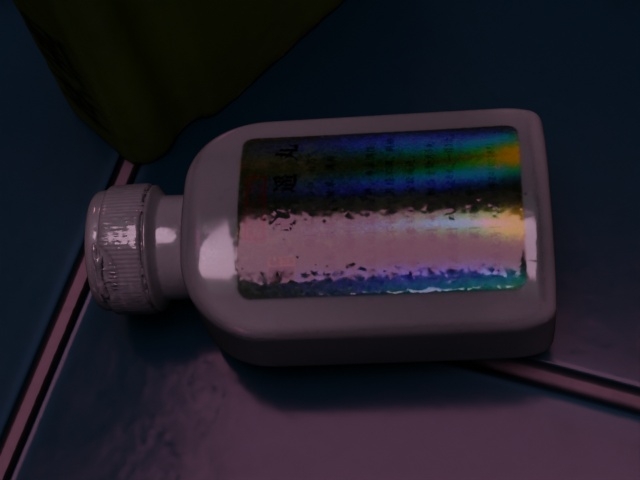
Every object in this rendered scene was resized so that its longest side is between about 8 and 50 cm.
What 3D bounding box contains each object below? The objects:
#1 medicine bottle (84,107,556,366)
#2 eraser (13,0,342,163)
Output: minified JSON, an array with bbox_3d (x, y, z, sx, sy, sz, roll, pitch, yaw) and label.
[{"bbox_3d":[0.000,0.000,0.677,0.229,0.083,0.121,-2,65,6],"label":"medicine bottle"},{"bbox_3d":[-0.066,-0.180,0.661,0.210,0.274,0.092,-44,69,-11],"label":"eraser"}]
